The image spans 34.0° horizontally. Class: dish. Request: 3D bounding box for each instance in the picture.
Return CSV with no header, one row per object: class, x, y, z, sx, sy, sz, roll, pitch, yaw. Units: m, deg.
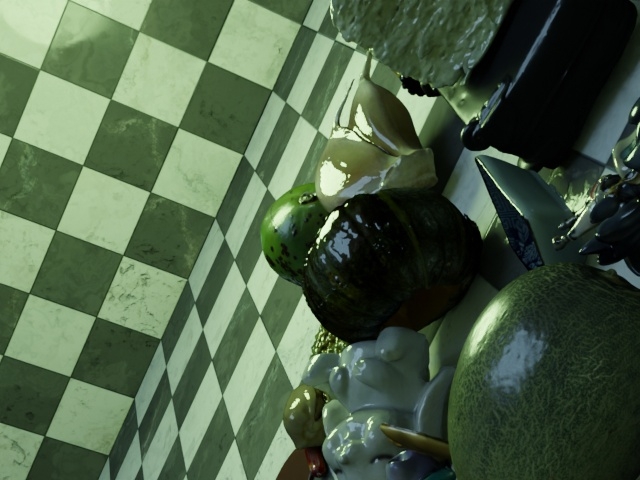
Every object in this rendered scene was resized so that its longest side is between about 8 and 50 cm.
dish,0.320,-0.025,1.525,0.080,0.182,0.243,-26,27,2

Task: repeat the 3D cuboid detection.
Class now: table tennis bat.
table tennis bat,-0.082,0.538,2.176,0.274,0.021,0.154,-58,20,24

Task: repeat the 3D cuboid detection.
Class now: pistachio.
pistachio,-0.023,0.350,2.092,0.113,0.113,0.149,-60,8,23

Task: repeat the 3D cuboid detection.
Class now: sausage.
sausage,-0.012,0.430,2.076,0.034,0.034,0.129,-62,19,17

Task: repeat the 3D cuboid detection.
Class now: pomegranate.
pomegranate,0.000,0.000,2.234,0.270,0.254,0.254,70,-158,-50

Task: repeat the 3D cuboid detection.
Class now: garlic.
garlic,0.082,-0.181,2.090,0.246,0.231,0.340,81,170,-61

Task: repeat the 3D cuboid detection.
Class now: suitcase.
suitcase,0.336,-0.311,1.687,0.339,0.188,0.345,-63,17,20

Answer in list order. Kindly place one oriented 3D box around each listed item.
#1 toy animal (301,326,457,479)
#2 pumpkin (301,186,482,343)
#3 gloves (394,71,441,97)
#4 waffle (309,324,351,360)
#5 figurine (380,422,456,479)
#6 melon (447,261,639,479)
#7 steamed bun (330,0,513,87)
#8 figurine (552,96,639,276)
toy animal,0.104,0.301,1.680,0.272,0.206,0.265,-27,54,36
pumpkin,0.115,0.047,1.743,0.320,0.320,0.192,-52,56,40
gloves,0.234,-0.364,2.063,0.203,0.155,0.356,-21,23,19
waffle,0.031,0.202,2.214,0.183,0.036,0.169,-68,20,3
figurine,0.129,0.403,1.476,0.208,0.181,0.257,10,77,26
melon,0.273,0.184,1.206,0.248,0.248,0.329,-134,60,-70
steamed bun,0.152,-0.429,1.676,0.290,0.272,0.273,-53,21,20
figurine,0.400,-0.066,1.222,0.265,0.197,0.175,102,175,-51
